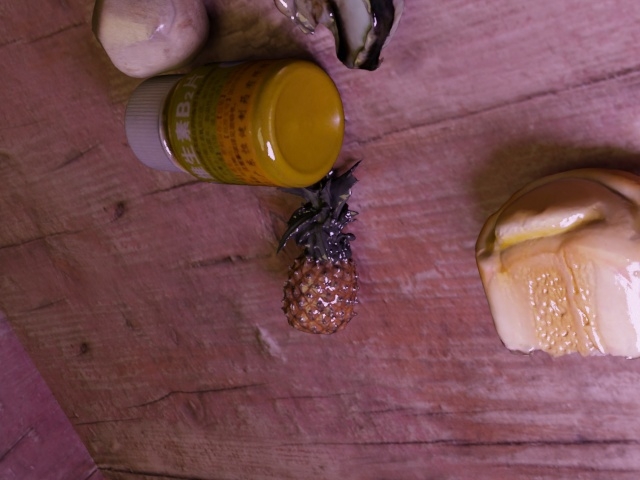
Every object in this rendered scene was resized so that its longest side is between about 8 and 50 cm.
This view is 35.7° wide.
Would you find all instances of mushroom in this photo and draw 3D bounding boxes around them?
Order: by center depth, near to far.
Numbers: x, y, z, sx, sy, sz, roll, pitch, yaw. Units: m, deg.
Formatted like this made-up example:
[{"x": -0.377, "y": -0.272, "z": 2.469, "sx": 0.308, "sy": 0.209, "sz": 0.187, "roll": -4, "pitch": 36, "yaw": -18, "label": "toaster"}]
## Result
[{"x": 0.003, "y": -0.434, "z": 1.558, "sx": 0.344, "sy": 0.130, "sz": 0.247, "roll": 45, "pitch": 150, "yaw": 8, "label": "mushroom"}]

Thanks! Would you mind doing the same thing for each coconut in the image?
[{"x": -0.321, "y": -0.405, "z": 1.821, "sx": 0.224, "sy": 0.224, "sz": 0.224, "roll": 24, "pitch": 134, "yaw": 28, "label": "coconut"}]

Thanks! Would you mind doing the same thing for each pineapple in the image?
[{"x": -0.002, "y": -0.001, "z": 1.894, "sx": 0.166, "sy": 0.165, "sz": 0.364, "roll": 19, "pitch": 123, "yaw": 32, "label": "pineapple"}]

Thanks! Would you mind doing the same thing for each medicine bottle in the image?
[{"x": -0.165, "y": -0.213, "z": 1.802, "sx": 0.385, "sy": 0.224, "sz": 0.224, "roll": 6, "pitch": 124, "yaw": 41, "label": "medicine bottle"}]

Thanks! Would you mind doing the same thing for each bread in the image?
[{"x": 0.396, "y": 0.029, "z": 1.495, "sx": 0.316, "sy": 0.211, "sz": 0.270, "roll": -7, "pitch": 107, "yaw": 37, "label": "bread"}]
